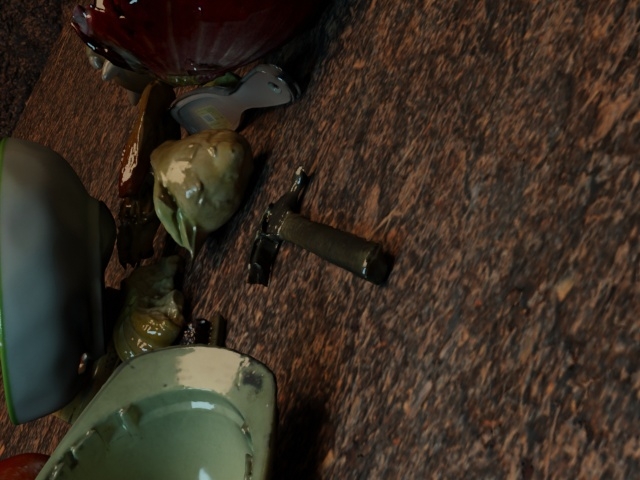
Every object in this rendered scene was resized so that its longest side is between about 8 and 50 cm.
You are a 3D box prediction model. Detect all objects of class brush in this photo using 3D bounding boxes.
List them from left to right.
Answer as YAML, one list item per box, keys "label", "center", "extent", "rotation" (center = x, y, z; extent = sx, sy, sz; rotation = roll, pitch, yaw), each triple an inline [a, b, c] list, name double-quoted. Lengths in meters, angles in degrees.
- label: "brush"
  center: [-0.119, 0.162, 1.320]
  extent: [0.043, 0.036, 0.248]
  rotation: [-55, 21, 36]
- label: "brush"
  center: [-0.094, -0.172, 1.617]
  extent: [0.067, 0.072, 0.313]
  rotation: [-56, 18, -19]

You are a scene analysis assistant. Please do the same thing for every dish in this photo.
- label: "dish"
  center: [-0.291, 0.044, 1.599]
  extent: [0.324, 0.124, 0.324]
  rotation: [177, 90, -83]

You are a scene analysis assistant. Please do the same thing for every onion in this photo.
- label: "onion"
  center: [-0.132, -0.322, 1.533]
  extent: [0.341, 0.341, 0.341]
  rotation: [-51, 24, 33]

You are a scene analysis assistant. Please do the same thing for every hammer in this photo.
- label: "hammer"
  center: [-0.001, -0.001, 1.231]
  extent: [0.125, 0.027, 0.297]
  rotation: [-65, 20, -2]

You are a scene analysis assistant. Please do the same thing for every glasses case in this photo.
- label: "glasses case"
  center: [-0.261, 0.143, 1.691]
  extent: [0.064, 0.041, 0.170]
  rotation: [10, 74, 55]

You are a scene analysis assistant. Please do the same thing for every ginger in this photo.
- label: "ginger"
  center: [-0.122, -0.077, 1.552]
  extent: [0.122, 0.115, 0.193]
  rotation: [-37, 19, 12]

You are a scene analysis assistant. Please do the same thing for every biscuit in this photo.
- label: "biscuit"
  center: [-0.197, 0.085, 1.573]
  extent: [0.118, 0.061, 0.183]
  rotation: [-61, 21, 15]

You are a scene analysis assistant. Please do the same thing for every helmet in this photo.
- label: "helmet"
  center: [-0.114, 0.221, 1.101]
  extent: [0.204, 0.137, 0.257]
  rotation: [6, 48, 31]

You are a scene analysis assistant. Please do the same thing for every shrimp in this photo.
- label: "shrimp"
  center: [-0.209, -0.088, 1.721]
  extent: [0.287, 0.063, 0.152]
  rotation: [-83, -4, -48]

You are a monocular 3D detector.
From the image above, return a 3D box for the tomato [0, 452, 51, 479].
- label: "tomato"
  center: [-0.391, 0.343, 1.634]
  extent: [0.200, 0.139, 0.233]
  rotation: [-33, 36, 45]

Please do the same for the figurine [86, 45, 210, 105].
- label: "figurine"
  center: [-0.183, -0.281, 1.831]
  extent: [0.177, 0.247, 0.173]
  rotation: [103, 147, -70]
